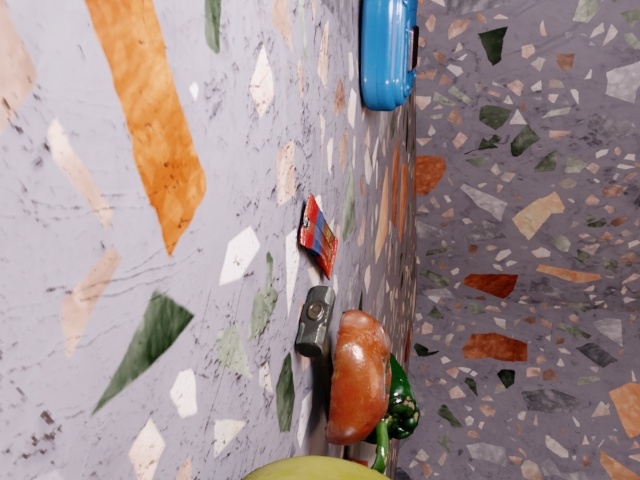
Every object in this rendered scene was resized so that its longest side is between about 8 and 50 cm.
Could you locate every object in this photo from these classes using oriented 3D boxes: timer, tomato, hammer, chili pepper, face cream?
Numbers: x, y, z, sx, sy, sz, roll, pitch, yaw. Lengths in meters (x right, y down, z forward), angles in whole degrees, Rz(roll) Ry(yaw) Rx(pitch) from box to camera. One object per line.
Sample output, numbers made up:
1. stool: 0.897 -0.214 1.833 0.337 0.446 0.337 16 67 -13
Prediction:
1. timer: 0.168 -0.474 1.284 0.340 0.115 0.309 -60 153 -63
2. tomato: 0.075 0.243 0.961 0.237 0.095 0.237 6 90 -78
3. hammer: 0.012 0.234 0.963 0.365 0.043 0.111 81 17 -46
4. chili pepper: 0.124 0.356 1.136 0.261 0.165 0.174 -106 -164 -46
5. face cream: 0.108 0.532 1.300 0.102 0.102 0.346 45 49 -72

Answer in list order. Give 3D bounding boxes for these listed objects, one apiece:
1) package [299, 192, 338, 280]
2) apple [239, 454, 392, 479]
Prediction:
1. package: 0.000 0.000 0.891 0.200 0.022 0.083 57 38 -66
2. apple: 0.004 0.363 0.521 0.292 0.254 0.292 -2 90 -75
